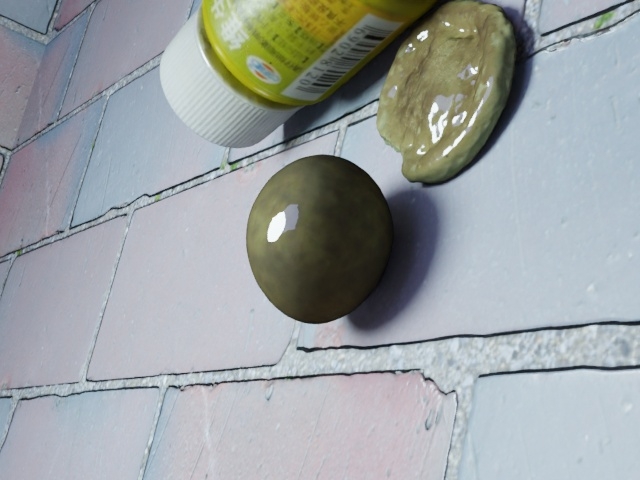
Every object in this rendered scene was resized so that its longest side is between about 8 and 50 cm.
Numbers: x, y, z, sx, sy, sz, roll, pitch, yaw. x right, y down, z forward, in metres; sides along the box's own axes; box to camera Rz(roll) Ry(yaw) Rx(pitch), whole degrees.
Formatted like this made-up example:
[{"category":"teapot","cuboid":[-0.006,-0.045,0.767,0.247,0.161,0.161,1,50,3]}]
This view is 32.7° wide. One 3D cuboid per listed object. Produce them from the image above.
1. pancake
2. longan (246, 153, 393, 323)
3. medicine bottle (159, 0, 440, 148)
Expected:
[{"category":"pancake","cuboid":[0.133,-0.172,1.209,0.222,0.042,0.236,-48,33,38]},{"category":"longan","cuboid":[0.000,0.000,1.201,0.204,0.159,0.184,38,-118,-82]},{"category":"medicine bottle","cuboid":[-0.033,-0.287,1.380,0.384,0.224,0.224,-37,41,45]}]
